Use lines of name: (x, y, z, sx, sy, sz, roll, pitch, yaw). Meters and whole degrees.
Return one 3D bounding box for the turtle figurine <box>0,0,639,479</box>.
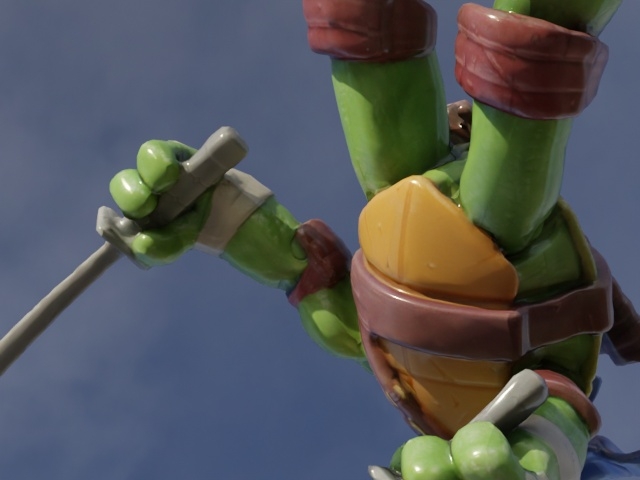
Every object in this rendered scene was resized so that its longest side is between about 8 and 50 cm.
turtle figurine: (0.000, 0.000, 0.435, 0.275, 0.198, 0.266, 2, -71, -7)
